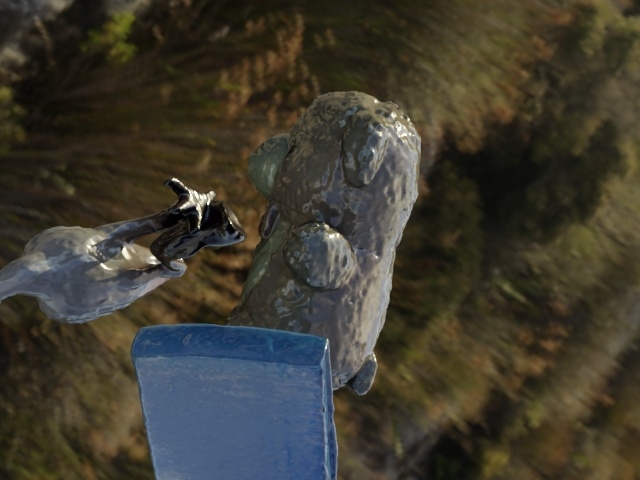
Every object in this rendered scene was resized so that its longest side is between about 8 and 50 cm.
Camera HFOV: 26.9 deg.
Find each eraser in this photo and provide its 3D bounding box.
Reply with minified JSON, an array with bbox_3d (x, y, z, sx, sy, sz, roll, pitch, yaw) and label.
[{"bbox_3d":[-0.059,0.182,1.051,0.043,0.144,0.312,-80,171,-45],"label":"eraser"}]

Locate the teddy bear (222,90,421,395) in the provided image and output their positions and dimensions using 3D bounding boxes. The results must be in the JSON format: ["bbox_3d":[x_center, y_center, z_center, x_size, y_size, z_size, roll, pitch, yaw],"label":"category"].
[{"bbox_3d":[0.001,0.001,1.164,0.236,0.151,0.267,-88,-173,-81],"label":"teddy bear"}]

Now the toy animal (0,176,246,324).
[{"bbox_3d":[-0.231,0.027,1.232,0.324,0.090,0.195,-20,162,-9],"label":"toy animal"}]
